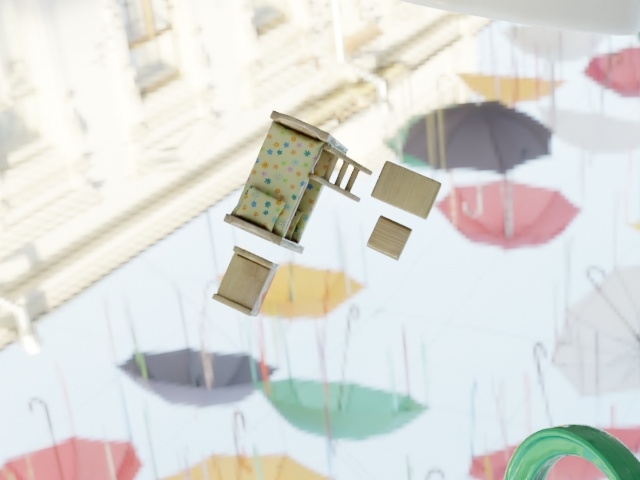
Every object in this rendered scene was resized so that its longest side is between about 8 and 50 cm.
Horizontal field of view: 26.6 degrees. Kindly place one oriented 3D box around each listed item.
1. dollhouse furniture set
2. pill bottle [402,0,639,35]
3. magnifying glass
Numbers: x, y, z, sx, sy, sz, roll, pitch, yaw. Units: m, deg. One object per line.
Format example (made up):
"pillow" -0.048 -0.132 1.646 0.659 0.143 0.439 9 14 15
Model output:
"dollhouse furniture set" 0.000 0.000 1.223 0.161 0.182 0.101 23 180 14
"pill bottle" 0.074 -0.173 0.412 0.117 0.208 0.117 8 -167 -2
"magnifying glass" 0.148 0.182 0.593 0.026 0.092 0.231 0 -133 -32
